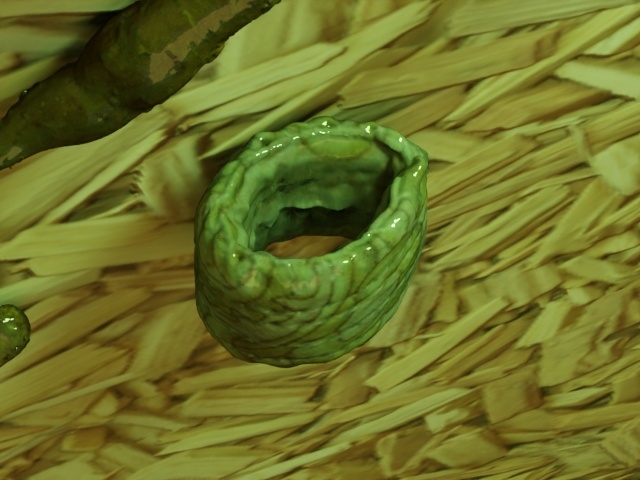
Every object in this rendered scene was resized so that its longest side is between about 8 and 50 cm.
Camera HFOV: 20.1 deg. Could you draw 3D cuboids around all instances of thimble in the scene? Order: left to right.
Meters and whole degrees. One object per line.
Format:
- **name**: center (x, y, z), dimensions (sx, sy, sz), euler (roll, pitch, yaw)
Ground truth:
- **thimble**: center (0.000, 0.000, 1.292), dimensions (0.190, 0.137, 0.143), euler (-23, 152, -16)

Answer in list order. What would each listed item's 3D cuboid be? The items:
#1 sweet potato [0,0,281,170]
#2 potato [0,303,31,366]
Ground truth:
- **sweet potato**: center (-0.100, -0.118, 1.116), dimensions (0.274, 0.067, 0.067), euler (-30, 148, 17)
- **potato**: center (-0.253, 0.075, 1.365), dimensions (0.083, 0.040, 0.051), euler (-30, 126, 28)
